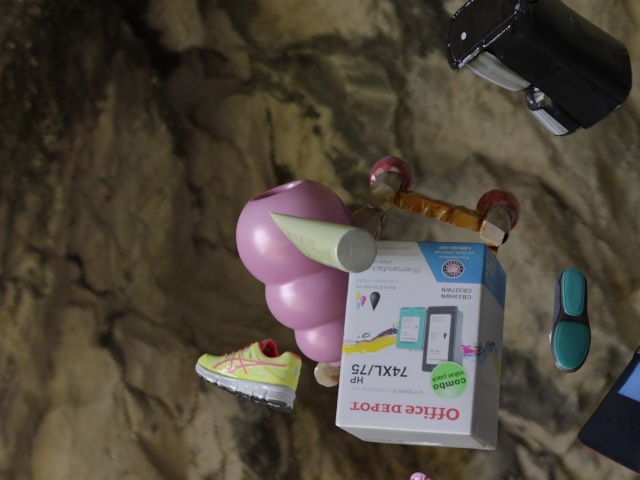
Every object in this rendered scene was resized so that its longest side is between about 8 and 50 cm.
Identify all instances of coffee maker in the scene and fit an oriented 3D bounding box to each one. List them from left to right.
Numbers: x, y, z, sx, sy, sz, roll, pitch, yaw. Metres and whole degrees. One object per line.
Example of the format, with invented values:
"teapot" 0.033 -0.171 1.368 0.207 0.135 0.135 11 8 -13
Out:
"coffee maker" 0.253 -0.206 1.360 0.178 0.171 0.120 28 -112 -27

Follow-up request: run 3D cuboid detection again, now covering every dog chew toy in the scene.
"dog chew toy" -0.017 0.065 2.211 0.207 0.207 0.331 -28 -79 -37

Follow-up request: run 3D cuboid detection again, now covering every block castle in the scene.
"block castle" 0.176 0.091 2.398 0.213 0.303 0.453 -57 -17 -70

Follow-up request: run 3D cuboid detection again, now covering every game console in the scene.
"game console" 0.609 0.216 2.036 0.060 0.342 0.386 40 -96 -21

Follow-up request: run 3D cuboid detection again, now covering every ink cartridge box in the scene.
"ink cartridge box" 0.151 0.155 1.812 0.197 0.198 0.270 42 -129 -67

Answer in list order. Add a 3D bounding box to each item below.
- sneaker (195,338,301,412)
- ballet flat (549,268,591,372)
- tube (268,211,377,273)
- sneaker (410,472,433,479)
"sneaker" -0.100 0.188 1.855 0.081 0.208 0.094 33 -106 -44
"ballet flat" 0.434 0.148 2.192 0.074 0.074 0.203 66 -151 -57
"tube" 0.000 0.000 1.742 0.062 0.240 0.070 -5 -83 -23
"sneaker" 0.180 0.405 1.916 0.057 0.119 0.047 -49 -25 -35
